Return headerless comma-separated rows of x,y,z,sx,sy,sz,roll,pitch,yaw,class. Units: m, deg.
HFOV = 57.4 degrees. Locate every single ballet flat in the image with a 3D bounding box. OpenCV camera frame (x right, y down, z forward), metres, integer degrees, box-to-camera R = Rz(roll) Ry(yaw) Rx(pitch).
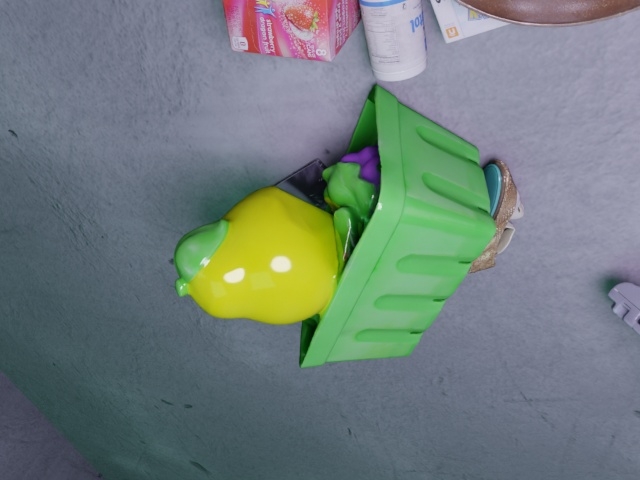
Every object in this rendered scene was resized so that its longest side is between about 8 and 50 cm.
0.247,-0.032,0.830,0.067,0.073,0.206,-2,141,-8,ballet flat

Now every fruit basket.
0.000,0.000,0.791,0.391,0.283,0.392,2,136,2,fruit basket

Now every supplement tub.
0.085,-0.249,0.678,0.071,0.071,0.107,5,135,24,supplement tub

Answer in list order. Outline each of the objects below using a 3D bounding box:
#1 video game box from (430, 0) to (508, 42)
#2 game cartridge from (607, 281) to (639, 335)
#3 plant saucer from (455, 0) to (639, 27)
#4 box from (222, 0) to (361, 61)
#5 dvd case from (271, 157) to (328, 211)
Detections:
0.191,-0.314,0.575,0.205,0.048,0.187,-8,131,34,video game box
0.510,0.181,0.729,0.198,0.297,0.062,26,110,-31,game cartridge
0.201,-0.314,0.460,0.310,0.050,0.311,13,150,8,plant saucer
-0.034,-0.335,0.613,0.128,0.123,0.257,12,136,18,box
-0.027,-0.034,0.997,0.221,0.018,0.164,-25,117,43,dvd case
